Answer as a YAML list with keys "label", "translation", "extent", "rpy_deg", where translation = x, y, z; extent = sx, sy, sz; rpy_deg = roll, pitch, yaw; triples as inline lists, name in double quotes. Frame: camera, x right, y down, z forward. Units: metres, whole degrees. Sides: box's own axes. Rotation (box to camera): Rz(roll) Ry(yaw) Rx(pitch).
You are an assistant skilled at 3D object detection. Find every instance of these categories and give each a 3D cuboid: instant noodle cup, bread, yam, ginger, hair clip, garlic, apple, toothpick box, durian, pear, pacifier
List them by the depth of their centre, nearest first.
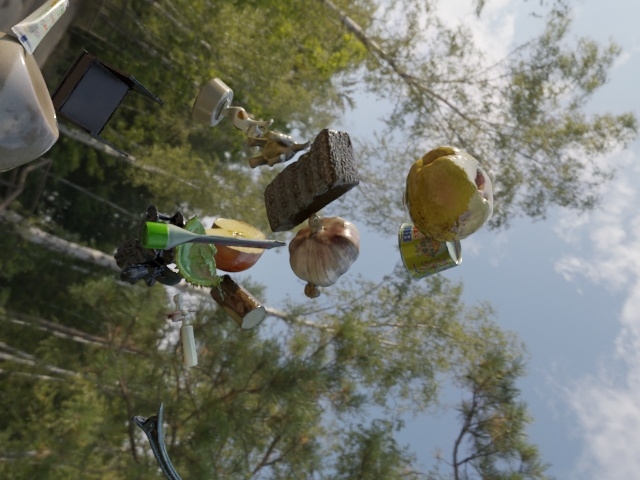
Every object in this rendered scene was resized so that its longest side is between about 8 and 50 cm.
- label: "durian"
  translation: [-0.296, 0.051, 1.181]
  extent: [0.100, 0.086, 0.215]
  rpy_deg: [-17, -87, 16]
- label: "hair clip"
  translation: [-0.374, 0.541, 1.215]
  extent: [0.275, 0.083, 0.048]
  rpy_deg: [67, -12, -6]
- label: "pacifier"
  translation: [-0.401, 0.190, 1.391]
  extent: [0.081, 0.099, 0.078]
  rpy_deg: [-23, -104, 58]
- label: "toothpick box"
  translation: [-1.020, -0.380, 1.400]
  extent: [0.409, 0.425, 0.408]
  rpy_deg: [163, -90, -75]
- label: "pear"
  translation: [0.366, -0.134, 1.408]
  extent: [0.271, 0.271, 0.271]
  rpy_deg: [-28, -130, 40]
- label: "bread"
  translation: [-0.046, -0.160, 1.457]
  extent: [0.416, 0.113, 0.165]
  rpy_deg: [-32, -117, 55]
- label: "garlic"
  translation: [0.000, 0.000, 1.515]
  extent: [0.245, 0.253, 0.245]
  rpy_deg: [-11, -129, 13]
- label: "hair clip"
  translation: [-0.548, 0.040, 1.603]
  extent: [0.310, 0.194, 0.206]
  rpy_deg: [-41, -133, 39]
- label: "instant noodle cup"
  translation: [0.366, 0.019, 1.612]
  extent: [0.153, 0.205, 0.205]
  rpy_deg: [-18, -124, 29]
- label: "yam"
  translation: [-0.332, 0.238, 1.947]
  extent: [0.238, 0.128, 0.129]
  rpy_deg: [40, -73, 26]
- label: "apple"
  translation: [-0.350, 0.042, 1.947]
  extent: [0.293, 0.251, 0.163]
  rpy_deg: [-71, -177, -69]
- label: "ginger"
  translation: [-0.022, 0.150, 2.054]
  extent: [0.080, 0.104, 0.204]
  rpy_deg: [20, -76, 35]

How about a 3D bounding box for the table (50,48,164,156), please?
- label: "table"
  translation: [-0.769, -0.487, 1.756]
  extent: [0.282, 0.196, 0.250]
  rpy_deg: [31, -96, 27]

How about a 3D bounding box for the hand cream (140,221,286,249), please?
- label: "hand cream"
  translation: [-0.204, 0.001, 0.962]
  extent: [0.079, 0.275, 0.050]
  rpy_deg: [34, -66, 53]

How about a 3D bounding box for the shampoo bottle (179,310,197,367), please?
- label: "shampoo bottle"
  translation: [-0.331, 0.243, 1.217]
  extent: [0.049, 0.034, 0.141]
  rpy_deg: [-35, -119, 60]

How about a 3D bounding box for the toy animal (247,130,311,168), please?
- label: "toy animal"
  translation: [-0.152, -0.309, 1.643]
  extent: [0.233, 0.169, 0.121]
  rpy_deg: [14, -67, 62]

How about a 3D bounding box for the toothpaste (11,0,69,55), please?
- label: "toothpaste"
  translation: [-0.828, -0.660, 1.469]
  extent: [0.056, 0.058, 0.314]
  rpy_deg: [-47, -152, 37]

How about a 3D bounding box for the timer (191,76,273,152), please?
- label: "timer"
  translation: [-0.314, -0.453, 1.805]
  extent: [0.175, 0.266, 0.175]
  rpy_deg: [-57, -178, 3]
